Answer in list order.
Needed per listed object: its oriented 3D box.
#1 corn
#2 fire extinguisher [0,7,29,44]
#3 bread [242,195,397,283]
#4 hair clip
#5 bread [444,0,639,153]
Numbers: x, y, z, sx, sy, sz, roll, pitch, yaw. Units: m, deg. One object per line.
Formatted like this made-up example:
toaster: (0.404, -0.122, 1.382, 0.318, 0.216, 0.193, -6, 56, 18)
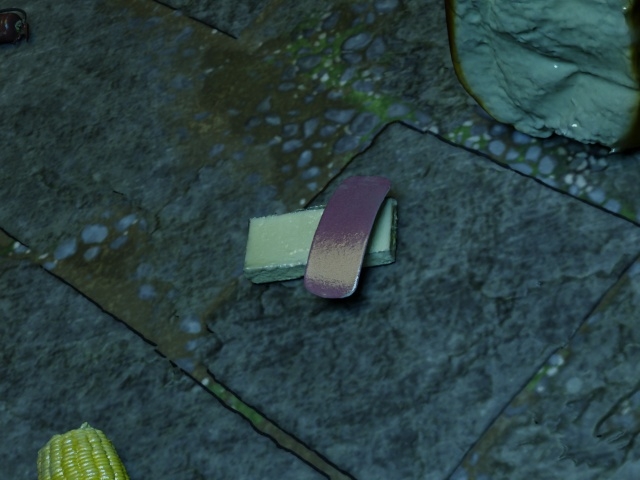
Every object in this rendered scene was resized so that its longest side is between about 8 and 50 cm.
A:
corn: (-0.196, 0.232, 1.238, 0.085, 0.063, 0.165, -37, 43, 9)
fire extinguisher: (-0.407, -0.259, 1.773, 0.132, 0.039, 0.056, -2, 62, 26)
bread: (0.000, 0.000, 1.352, 0.153, 0.028, 0.068, -10, 50, 19)
hair clip: (0.025, -0.008, 1.315, 0.054, 0.022, 0.137, 6, 58, 24)
bread: (0.230, -0.248, 1.298, 0.225, 0.250, 0.279, 9, 53, 25)
